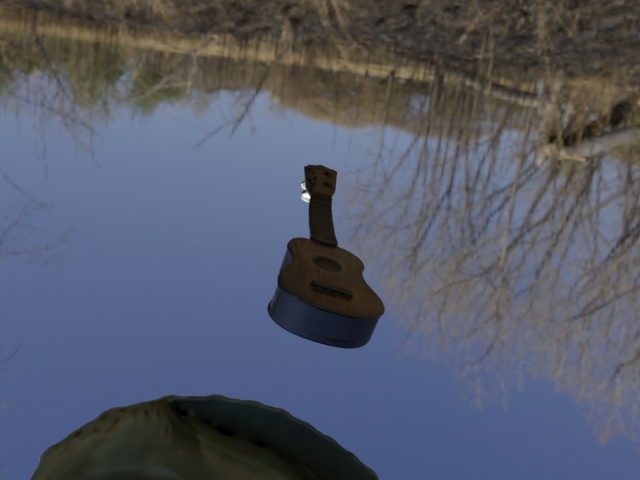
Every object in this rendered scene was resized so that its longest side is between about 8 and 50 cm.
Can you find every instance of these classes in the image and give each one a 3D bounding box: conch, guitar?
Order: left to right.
[{"bbox_3d":[-0.092,0.285,0.669,0.319,0.215,0.302,8,-135,-10],"label":"conch"},{"bbox_3d":[-0.001,0.001,0.742,0.084,0.038,0.271,18,-154,-11],"label":"guitar"}]
